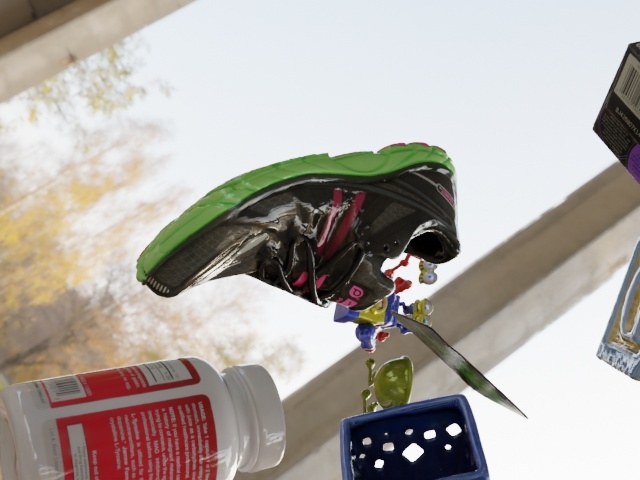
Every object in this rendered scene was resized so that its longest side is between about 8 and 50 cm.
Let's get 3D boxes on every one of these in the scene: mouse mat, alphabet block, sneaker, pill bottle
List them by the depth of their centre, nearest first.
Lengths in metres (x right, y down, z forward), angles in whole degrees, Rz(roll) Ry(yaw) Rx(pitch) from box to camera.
[{"bbox_3d":[0.498,0.109,1.212,0.197,0.192,0.193,20,4,1],"label":"alphabet block"},{"bbox_3d":[0.000,0.000,1.227,0.185,0.483,0.202,-33,-107,62],"label":"sneaker"},{"bbox_3d":[0.180,0.162,1.242,0.190,0.007,0.152,42,-7,-14],"label":"mouse mat"},{"bbox_3d":[-0.273,0.305,1.464,0.229,0.408,0.229,20,-68,60],"label":"pill bottle"}]

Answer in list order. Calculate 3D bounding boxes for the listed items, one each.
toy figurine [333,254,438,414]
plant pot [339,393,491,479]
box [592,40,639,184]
[{"bbox_3d":[0.079,0.159,1.898,0.217,0.362,0.191,24,-25,-28],"label":"toy figurine"},{"bbox_3d":[0.169,0.426,1.594,0.236,0.236,0.212,-95,172,-66],"label":"plant pot"},{"bbox_3d":[0.513,-0.167,1.188,0.143,0.270,0.165,100,-31,-49],"label":"box"}]
